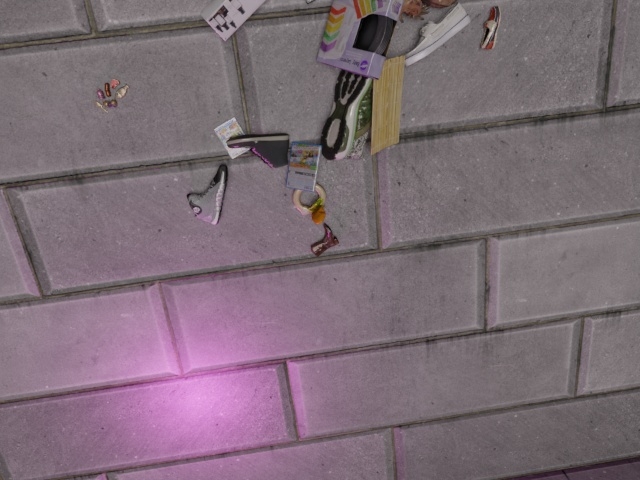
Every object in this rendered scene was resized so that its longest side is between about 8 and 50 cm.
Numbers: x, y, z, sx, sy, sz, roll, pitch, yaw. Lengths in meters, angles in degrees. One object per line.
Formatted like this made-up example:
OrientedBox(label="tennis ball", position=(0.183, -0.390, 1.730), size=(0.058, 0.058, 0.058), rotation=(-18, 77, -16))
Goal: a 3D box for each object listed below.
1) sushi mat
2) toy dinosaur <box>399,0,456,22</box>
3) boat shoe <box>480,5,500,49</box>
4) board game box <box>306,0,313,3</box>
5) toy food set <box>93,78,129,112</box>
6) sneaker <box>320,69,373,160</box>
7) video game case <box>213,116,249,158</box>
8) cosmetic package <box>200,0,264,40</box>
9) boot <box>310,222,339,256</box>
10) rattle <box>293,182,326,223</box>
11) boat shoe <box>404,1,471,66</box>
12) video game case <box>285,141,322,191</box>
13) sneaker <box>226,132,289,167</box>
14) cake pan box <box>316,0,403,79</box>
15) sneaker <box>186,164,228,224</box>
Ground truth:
OrientedBox(label="sushi mat", position=(0.228, -0.462, 1.630), size=(0.151, 0.019, 0.317), rotation=(-26, 131, -31))
OrientedBox(label="toy dinosaur", position=(0.368, -0.804, 1.541), size=(0.295, 0.127, 0.201), rotation=(0, 110, -10))
OrientedBox(label="boat shoe", position=(0.583, -0.729, 1.630), size=(0.043, 0.049, 0.137), rotation=(1, 115, -4))
OrientedBox(label="board game box", position=(0.013, -0.868, 1.531), size=(0.186, 0.026, 0.126), rotation=(-27, 111, 4))
OrientedBox(label="toy food set", position=(-0.710, -0.493, 1.601), size=(0.078, 0.019, 0.122), rotation=(38, 102, -17))
OrientedBox(label="sneaker", position=(0.142, -0.464, 1.662), size=(0.181, 0.158, 0.411), rotation=(8, 111, -41))
OrientedBox(label="video game case", position=(-0.311, -0.364, 1.693), size=(0.087, 0.011, 0.122), rotation=(-29, 111, 6))
OrientedBox(label="cosmetic package", position=(-0.256, -0.758, 1.504), size=(0.239, 0.060, 0.099), rotation=(-41, 147, 10))
OrientedBox(label="boot", position=(0.000, 0.000, 1.849), size=(0.114, 0.037, 0.106), rotation=(-30, 108, 10))
OrientedBox(label="rattle", position=(-0.052, -0.173, 1.727), size=(0.130, 0.143, 0.200), rotation=(-5, 118, 16))
OrientedBox(label="boat shoe", position=(0.377, -0.693, 1.597), size=(0.267, 0.096, 0.088), rotation=(-36, 106, 7))
OrientedBox(label="video game case", position=(-0.061, -0.264, 1.703), size=(0.119, 0.015, 0.167), rotation=(13, 99, 27))
OrientedBox(label="sneaker", position=(-0.216, -0.310, 1.675), size=(0.221, 0.083, 0.118), rotation=(-6, 112, -12))
OrientedBox(label="cake pan box", position=(0.122, -0.659, 1.504), size=(0.070, 0.266, 0.246), rotation=(-3, 119, -43))
OrientedBox(label="sneaker", position=(-0.414, -0.173, 1.717), size=(0.132, 0.086, 0.229), rotation=(13, 110, -8))
